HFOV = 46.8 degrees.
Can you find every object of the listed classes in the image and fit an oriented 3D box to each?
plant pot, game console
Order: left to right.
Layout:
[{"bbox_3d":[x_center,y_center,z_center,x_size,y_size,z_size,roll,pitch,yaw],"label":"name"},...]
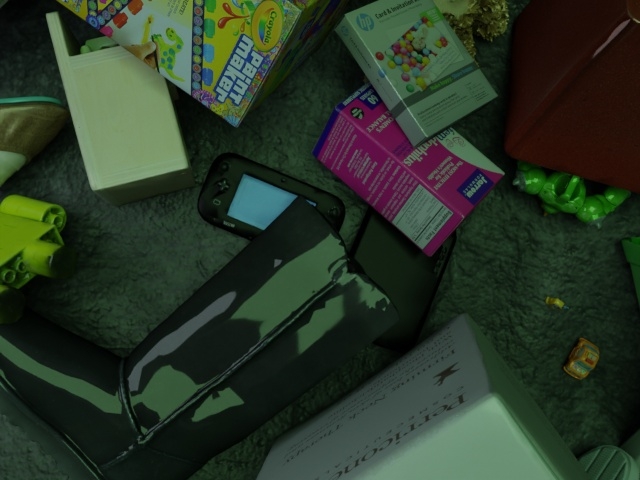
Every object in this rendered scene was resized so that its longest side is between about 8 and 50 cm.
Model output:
[{"bbox_3d":[0.000,0.000,1.041,0.361,0.044,0.213,22,83,-3],"label":"game console"},{"bbox_3d":[0.419,-0.246,0.968,0.267,0.235,0.267,14,61,-5],"label":"plant pot"}]

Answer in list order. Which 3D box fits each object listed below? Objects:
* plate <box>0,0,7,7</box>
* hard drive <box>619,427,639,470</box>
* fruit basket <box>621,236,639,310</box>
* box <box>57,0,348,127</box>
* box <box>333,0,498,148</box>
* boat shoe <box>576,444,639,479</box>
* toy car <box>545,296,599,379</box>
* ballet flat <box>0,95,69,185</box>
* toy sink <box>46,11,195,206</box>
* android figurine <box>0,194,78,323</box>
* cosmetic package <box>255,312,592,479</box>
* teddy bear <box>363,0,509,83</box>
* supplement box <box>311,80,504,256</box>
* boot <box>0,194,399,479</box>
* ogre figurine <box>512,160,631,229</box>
[{"bbox_3d":[-0.421,-0.364,0.929,0.278,0.045,0.277,-37,52,14],"label":"plate"},{"bbox_3d":[0.563,0.209,0.944,0.233,0.353,0.047,-2,54,-6],"label":"hard drive"},{"bbox_3d":[0.635,-0.004,0.987,0.392,0.283,0.392,-1,100,-6],"label":"fruit basket"},{"bbox_3d":[-0.121,-0.337,0.918,0.279,0.177,0.290,35,39,-3],"label":"box"},{"bbox_3d":[0.126,-0.230,0.961,0.145,0.038,0.186,-31,86,-30],"label":"box"},{"bbox_3d":[0.346,0.425,1.027,0.094,0.109,0.302,39,85,-27],"label":"boat shoe"},{"bbox_3d":[0.357,0.143,1.069,0.060,0.040,0.122,-40,91,-8],"label":"toy car"},{"bbox_3d":[-0.494,-0.105,0.956,0.342,0.116,0.124,-6,78,-4],"label":"ballet flat"},{"bbox_3d":[-0.251,-0.180,0.975,0.131,0.153,0.234,-15,86,-7],"label":"toy sink"},{"bbox_3d":[-0.434,0.026,0.906,0.273,0.056,0.248,13,41,31],"label":"android figurine"},{"bbox_3d":[0.135,0.327,0.816,0.329,0.394,0.327,-36,90,8],"label":"cosmetic package"},{"bbox_3d":[0.157,-0.346,1.068,0.245,0.113,0.338,-10,94,0],"label":"teddy bear"},{"bbox_3d":[0.115,-0.104,0.996,0.220,0.114,0.111,42,57,6],"label":"supplement box"},{"bbox_3d":[-0.174,0.096,0.934,0.445,0.146,0.367,-37,102,3],"label":"boot"},{"bbox_3d":[0.356,-0.096,1.063,0.197,0.097,0.118,34,71,-14],"label":"ogre figurine"}]
